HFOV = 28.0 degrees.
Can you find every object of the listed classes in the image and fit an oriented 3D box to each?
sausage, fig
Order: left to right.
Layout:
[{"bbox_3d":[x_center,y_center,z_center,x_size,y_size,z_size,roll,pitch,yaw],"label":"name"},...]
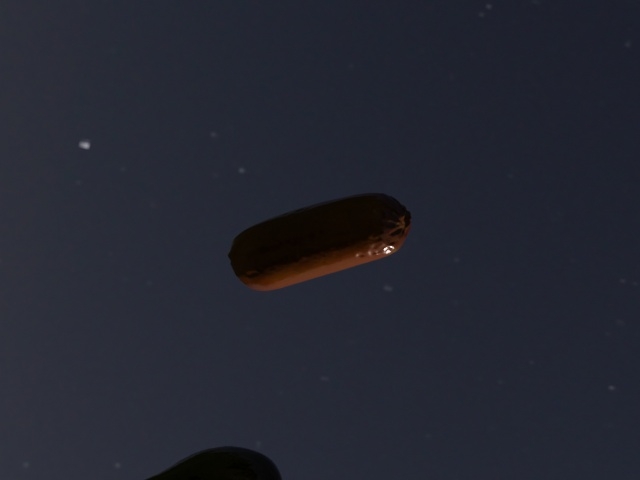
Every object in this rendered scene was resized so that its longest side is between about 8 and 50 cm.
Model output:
[{"bbox_3d":[-0.129,0.276,1.387,0.117,0.177,0.117,-174,-90,-86],"label":"fig"},{"bbox_3d":[0.000,0.000,1.310,0.197,0.076,0.076,-16,-117,25],"label":"sausage"}]
